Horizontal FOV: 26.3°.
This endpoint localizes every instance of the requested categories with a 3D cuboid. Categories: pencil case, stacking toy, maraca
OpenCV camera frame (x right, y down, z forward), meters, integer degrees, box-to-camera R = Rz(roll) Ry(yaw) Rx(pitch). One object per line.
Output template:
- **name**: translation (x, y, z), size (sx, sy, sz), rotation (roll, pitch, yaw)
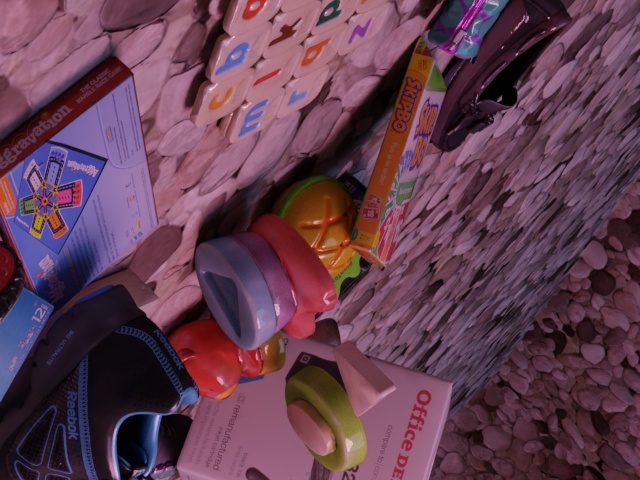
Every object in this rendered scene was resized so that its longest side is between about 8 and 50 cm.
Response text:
- **pencil case**: translation (0.181, -0.274, 1.541), size (0.151, 0.064, 0.070), rotation (-60, -175, 38)
- **stacking toy**: translation (-0.065, 0.143, 1.559), size (0.130, 0.279, 0.309), rotation (-27, 158, -25)
- **maraca**: translation (0.000, 0.000, 1.626), size (0.127, 0.099, 0.185), rotation (-45, 138, -14)

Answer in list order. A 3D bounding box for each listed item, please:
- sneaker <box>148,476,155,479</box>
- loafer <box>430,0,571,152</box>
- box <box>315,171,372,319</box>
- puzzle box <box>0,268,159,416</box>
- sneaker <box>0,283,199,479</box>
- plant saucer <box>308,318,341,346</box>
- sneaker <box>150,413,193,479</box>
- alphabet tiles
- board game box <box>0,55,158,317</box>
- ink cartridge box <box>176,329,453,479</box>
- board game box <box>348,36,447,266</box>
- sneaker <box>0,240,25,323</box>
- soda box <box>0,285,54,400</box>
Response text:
- **sneaker**: translation (-0.307, 0.361, 1.552), size (0.296, 0.123, 0.178), rotation (-17, 149, -4)
- **loafer**: translation (0.221, -0.207, 1.751), size (0.109, 0.095, 0.302), rotation (-34, 160, -39)
- **box**: translation (0.003, 0.019, 1.769), size (0.180, 0.077, 0.147), rotation (-44, 163, -11)
- **puzzle box**: translation (-0.349, 0.187, 1.310), size (0.409, 0.052, 0.272), rotation (-24, 153, -54)
- **sneaker**: translation (-0.240, 0.203, 1.280), size (0.125, 0.140, 0.341), rotation (-26, 155, -56)
- **plant saucer**: translation (-0.068, 0.256, 2.223), size (0.310, 0.050, 0.310), rotation (-44, 164, -16)
- **sneaker**: translation (-0.220, 0.256, 1.769), size (0.224, 0.083, 0.098), rotation (-24, 145, -57)
- **alphabet tiles**: translation (-0.009, -0.213, 1.276), size (0.278, 0.021, 0.284), rotation (-34, 160, -41)
- **board game box**: translation (-0.209, -0.035, 1.175), size (0.145, 0.027, 0.281), rotation (-43, 164, -19)
- **ink cartridge box**: translation (-0.004, 0.256, 1.791), size (0.129, 0.307, 0.223), rotation (89, 19, -67)
- **board game box**: translation (0.097, -0.103, 1.620), size (0.124, 0.039, 0.259), rotation (39, 67, -75)
- **sneaker**: translation (-0.344, 0.081, 1.030), size (0.262, 0.104, 0.125), rotation (-35, 177, -22)
- **soda box**: translation (-0.306, 0.121, 1.101), size (0.210, 0.067, 0.071), rotation (-62, 152, -12)
